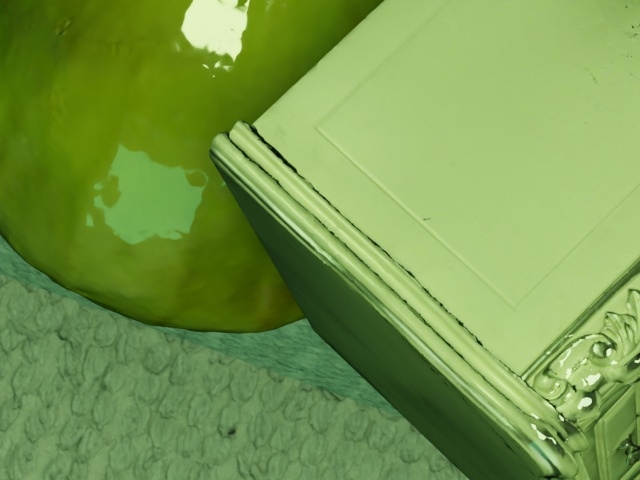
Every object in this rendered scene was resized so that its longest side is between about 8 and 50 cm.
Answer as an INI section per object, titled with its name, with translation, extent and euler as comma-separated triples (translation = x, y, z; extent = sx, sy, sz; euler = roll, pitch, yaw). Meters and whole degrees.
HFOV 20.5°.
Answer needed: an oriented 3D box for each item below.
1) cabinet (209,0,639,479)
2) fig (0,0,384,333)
[cabinet]
translation = 0.159, -0.031, 0.926
extent = 0.227, 0.318, 0.290
euler = 43, 171, 22
[fig]
translation = -0.070, -0.117, 1.102
extent = 0.343, 0.343, 0.343
euler = 18, 166, 5
